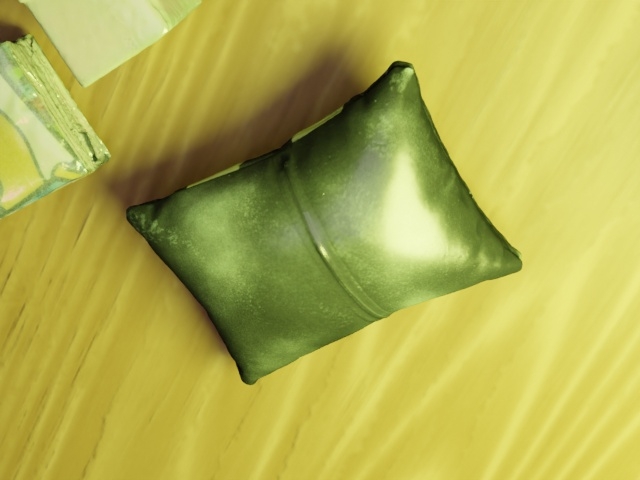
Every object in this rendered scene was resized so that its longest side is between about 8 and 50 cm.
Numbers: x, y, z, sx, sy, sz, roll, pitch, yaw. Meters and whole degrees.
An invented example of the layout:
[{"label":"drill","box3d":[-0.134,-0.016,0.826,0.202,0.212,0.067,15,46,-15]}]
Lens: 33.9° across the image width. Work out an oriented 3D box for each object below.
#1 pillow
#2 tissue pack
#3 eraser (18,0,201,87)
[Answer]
[{"label":"pillow","box3d":[0.000,0.000,0.780,0.250,0.106,0.186,-27,113,18]},{"label":"tissue pack","box3d":[-0.259,-0.072,0.804,0.155,0.065,0.115,-26,105,15]},{"label":"eraser","box3d":[-0.192,-0.253,0.695,0.086,0.130,0.287,-28,106,17]}]
